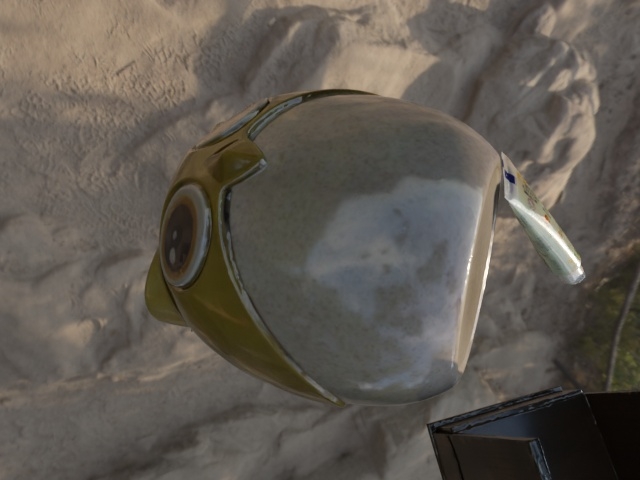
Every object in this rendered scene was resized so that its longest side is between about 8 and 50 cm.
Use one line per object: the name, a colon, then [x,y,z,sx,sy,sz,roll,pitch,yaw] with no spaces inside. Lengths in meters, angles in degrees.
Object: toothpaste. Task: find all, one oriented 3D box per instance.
toothpaste: [0.338,-0.015,0.745,0.056,0.058,0.314,-49,128,4]

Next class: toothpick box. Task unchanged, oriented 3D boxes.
toothpick box: [0.000,0.000,0.669,0.409,0.425,0.408,10,90,-67]

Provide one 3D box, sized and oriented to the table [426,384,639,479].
table: [0.325,0.307,0.636,0.251,0.196,0.282,-9,163,-13]
